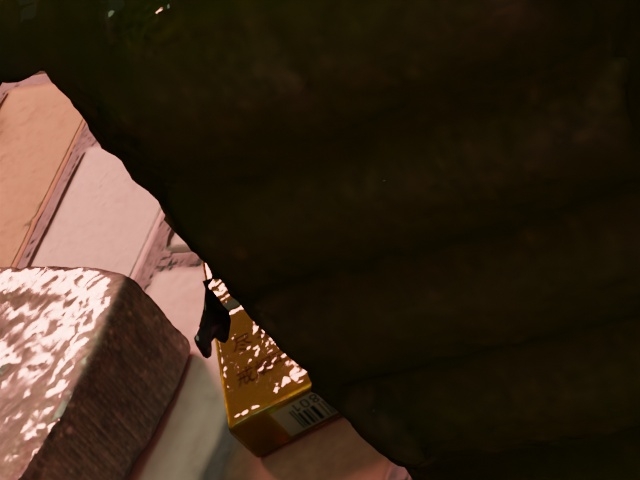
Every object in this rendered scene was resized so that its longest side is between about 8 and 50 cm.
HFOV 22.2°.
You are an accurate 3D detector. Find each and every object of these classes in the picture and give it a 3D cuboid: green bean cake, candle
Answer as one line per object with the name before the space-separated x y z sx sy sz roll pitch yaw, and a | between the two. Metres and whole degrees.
green bean cake | 0.063 -0.082 0.596 0.218 0.319 0.335 -14 43 32
candle | -0.148 0.078 0.795 0.168 0.068 0.192 -33 40 5

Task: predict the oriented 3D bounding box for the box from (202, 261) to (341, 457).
box | 0.000 0.000 0.787 0.121 0.030 0.193 -28 41 14
